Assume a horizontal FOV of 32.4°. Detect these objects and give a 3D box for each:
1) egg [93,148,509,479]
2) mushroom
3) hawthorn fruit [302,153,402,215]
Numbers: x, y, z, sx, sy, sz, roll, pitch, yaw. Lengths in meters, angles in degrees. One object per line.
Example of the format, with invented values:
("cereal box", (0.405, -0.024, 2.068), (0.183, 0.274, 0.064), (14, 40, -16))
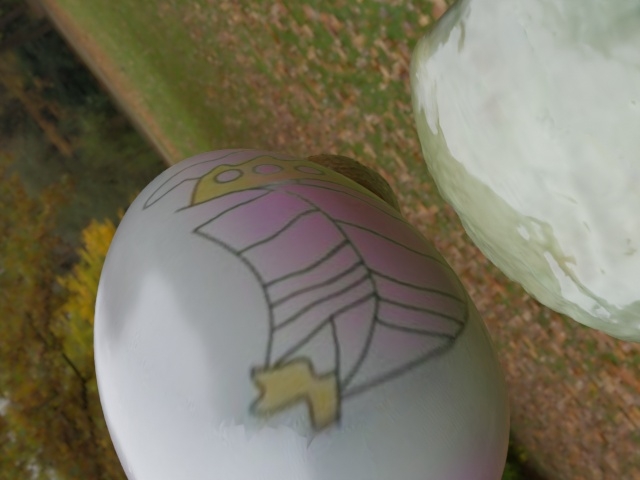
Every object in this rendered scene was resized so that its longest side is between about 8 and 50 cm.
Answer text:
("egg", (-0.016, 0.056, 0.563), (0.196, 0.196, 0.271), (59, -170, -50))
("mushroom", (0.182, -0.056, 0.407), (0.189, 0.267, 0.164), (124, 129, -71))
("hawthorn fruit", (0.000, 0.000, 0.841), (0.162, 0.163, 0.203), (56, -154, -31))
